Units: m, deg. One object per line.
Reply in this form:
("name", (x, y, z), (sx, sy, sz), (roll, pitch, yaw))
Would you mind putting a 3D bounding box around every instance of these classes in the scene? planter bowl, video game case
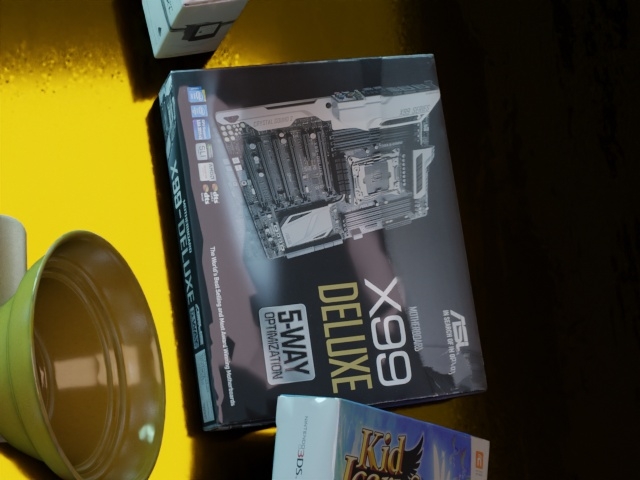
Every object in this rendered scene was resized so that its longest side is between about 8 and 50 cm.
("planter bowl", (-0.212, 0.106, 1.252), (0.090, 0.217, 0.217), (-11, 81, 20))
("video game case", (0.048, 0.262, 1.243), (0.269, 0.061, 0.244), (24, 67, -56))

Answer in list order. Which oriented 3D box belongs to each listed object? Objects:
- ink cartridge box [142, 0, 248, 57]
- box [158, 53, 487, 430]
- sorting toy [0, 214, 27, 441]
("ink cartridge box", (-0.112, -0.231, 1.334), (0.063, 0.150, 0.109), (-11, 82, -17))
("box", (0.000, 0.000, 1.358), (0.242, 0.076, 0.307), (-5, 81, -16))
("sorting toy", (-0.306, 0.061, 1.230), (0.038, 0.208, 0.193), (-8, 79, 25))
